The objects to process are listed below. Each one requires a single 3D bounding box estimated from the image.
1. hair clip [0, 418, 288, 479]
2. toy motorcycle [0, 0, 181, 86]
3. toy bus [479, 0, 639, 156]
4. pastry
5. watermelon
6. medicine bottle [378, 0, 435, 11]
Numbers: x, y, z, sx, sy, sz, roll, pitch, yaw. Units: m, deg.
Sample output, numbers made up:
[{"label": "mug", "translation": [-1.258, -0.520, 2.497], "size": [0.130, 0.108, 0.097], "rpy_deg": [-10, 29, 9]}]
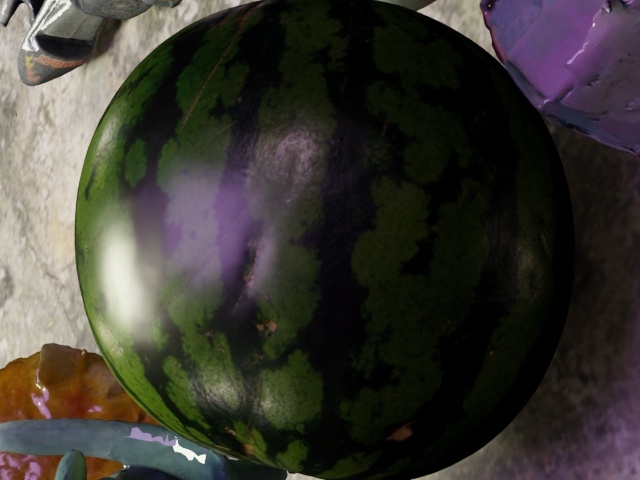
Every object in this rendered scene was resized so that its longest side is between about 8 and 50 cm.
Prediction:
[{"label": "hair clip", "translation": [-0.101, 0.278, 1.088], "size": [0.238, 0.392, 0.318], "rpy_deg": [-110, 20, -70]}, {"label": "toy motorcycle", "translation": [-0.166, -0.241, 1.503], "size": [0.307, 0.108, 0.173], "rpy_deg": [-30, 63, 48]}, {"label": "toy bus", "translation": [0.209, -0.183, 0.964], "size": [0.317, 0.112, 0.138], "rpy_deg": [-55, 24, 33]}, {"label": "pastry", "translation": [-0.198, 0.193, 1.383], "size": [0.229, 0.100, 0.218], "rpy_deg": [-22, 73, 3]}, {"label": "watermelon", "translation": [0.000, 0.000, 1.067], "size": [0.285, 0.285, 0.285], "rpy_deg": [-18, 67, 50]}, {"label": "medicine bottle", "translation": [0.062, -0.234, 1.162], "size": [0.143, 0.147, 0.147], "rpy_deg": [-40, 51, 36]}]
